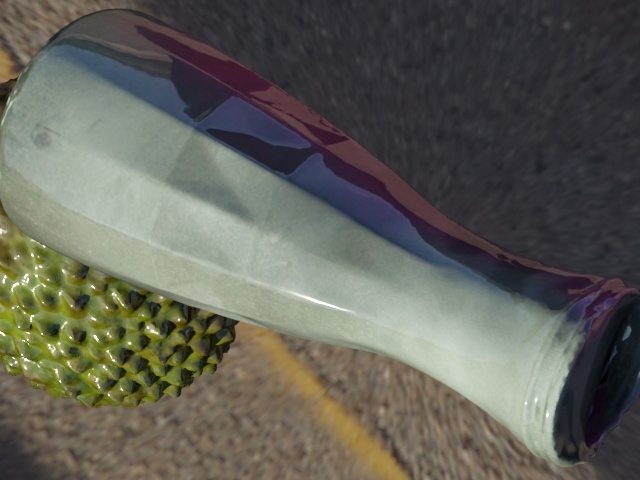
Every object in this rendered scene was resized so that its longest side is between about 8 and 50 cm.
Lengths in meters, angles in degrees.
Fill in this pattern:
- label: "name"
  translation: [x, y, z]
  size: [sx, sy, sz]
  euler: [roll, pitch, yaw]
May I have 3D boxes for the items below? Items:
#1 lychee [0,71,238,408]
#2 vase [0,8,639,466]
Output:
- label: "lychee"
  translation: [-0.104, -0.003, 0.904]
  size: [0.171, 0.171, 0.171]
  euler: [0, 89, 3]
- label: "vase"
  translation: [0.000, 0.000, 0.620]
  size: [0.214, 0.086, 0.086]
  euler: [26, 90, 31]
